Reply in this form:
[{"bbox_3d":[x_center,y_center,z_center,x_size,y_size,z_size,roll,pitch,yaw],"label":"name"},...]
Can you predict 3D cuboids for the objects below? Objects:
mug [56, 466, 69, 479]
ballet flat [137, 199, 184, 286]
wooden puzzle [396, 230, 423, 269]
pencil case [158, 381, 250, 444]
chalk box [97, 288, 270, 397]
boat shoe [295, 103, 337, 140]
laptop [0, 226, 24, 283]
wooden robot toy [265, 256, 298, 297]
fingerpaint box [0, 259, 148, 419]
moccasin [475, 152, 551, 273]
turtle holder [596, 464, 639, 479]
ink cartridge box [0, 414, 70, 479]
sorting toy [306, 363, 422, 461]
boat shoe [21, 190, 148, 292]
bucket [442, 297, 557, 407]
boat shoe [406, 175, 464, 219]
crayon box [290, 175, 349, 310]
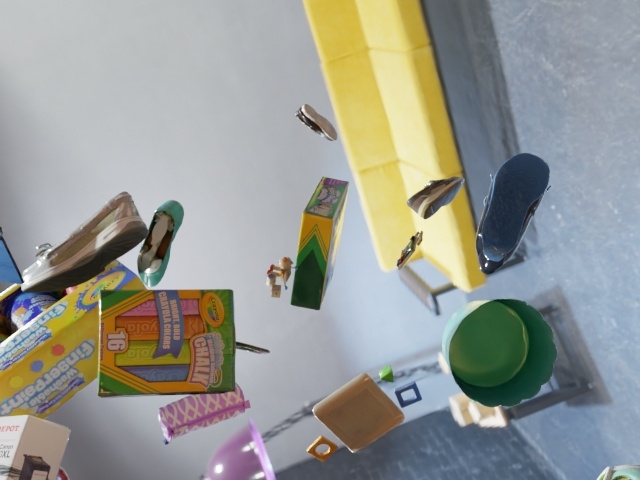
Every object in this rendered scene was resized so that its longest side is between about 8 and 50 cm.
[{"bbox_3d":[-0.770,0.656,1.990,0.113,0.169,0.150,-75,-35,-84],"label":"mug"},{"bbox_3d":[-0.416,0.013,1.881,0.247,0.083,0.087,-66,-7,17],"label":"ballet flat"},{"bbox_3d":[0.189,0.020,1.617,0.116,0.014,0.079,-58,5,35],"label":"wooden puzzle"},{"bbox_3d":[-0.274,0.395,1.734,0.088,0.206,0.086,10,116,62],"label":"pencil case"},{"bbox_3d":[-0.237,0.180,1.314,0.180,0.288,0.179,139,130,-72],"label":"chalk box"},{"bbox_3d":[-0.010,-0.282,1.831,0.125,0.038,0.046,35,-136,-33],"label":"boat shoe"},{"bbox_3d":[-0.655,0.074,1.040,0.408,0.381,0.236,-97,19,-53],"label":"laptop"},{"bbox_3d":[-0.117,0.082,2.172,0.173,0.076,0.079,-64,-14,-48],"label":"wooden robot toy"},{"bbox_3d":[-0.649,0.215,1.793,0.371,0.444,0.163,25,148,50],"label":"fingerpaint box"},{"bbox_3d":[0.420,-0.068,1.716,0.137,0.342,0.117,28,145,15],"label":"moccasin"},{"bbox_3d":[0.702,0.656,1.676,0.227,0.320,0.243,31,162,18],"label":"turtle holder"},{"bbox_3d":[-0.555,0.431,1.299,0.100,0.171,0.237,42,-133,-43],"label":"ink cartridge box"},{"bbox_3d":[0.100,0.456,2.000,0.196,0.347,0.047,50,-171,-25],"label":"sorting toy"},{"bbox_3d":[-0.514,0.015,1.605,0.118,0.320,0.103,16,-134,-64],"label":"boat shoe"},{"bbox_3d":[0.445,0.276,1.912,0.183,0.281,0.281,-108,-1,-89],"label":"bucket"},{"bbox_3d":[0.301,-0.127,1.952,0.073,0.223,0.080,35,131,19],"label":"boat shoe"},{"bbox_3d":[0.000,0.000,2.411,0.363,0.106,0.313,-67,-14,-66],"label":"crayon box"}]
